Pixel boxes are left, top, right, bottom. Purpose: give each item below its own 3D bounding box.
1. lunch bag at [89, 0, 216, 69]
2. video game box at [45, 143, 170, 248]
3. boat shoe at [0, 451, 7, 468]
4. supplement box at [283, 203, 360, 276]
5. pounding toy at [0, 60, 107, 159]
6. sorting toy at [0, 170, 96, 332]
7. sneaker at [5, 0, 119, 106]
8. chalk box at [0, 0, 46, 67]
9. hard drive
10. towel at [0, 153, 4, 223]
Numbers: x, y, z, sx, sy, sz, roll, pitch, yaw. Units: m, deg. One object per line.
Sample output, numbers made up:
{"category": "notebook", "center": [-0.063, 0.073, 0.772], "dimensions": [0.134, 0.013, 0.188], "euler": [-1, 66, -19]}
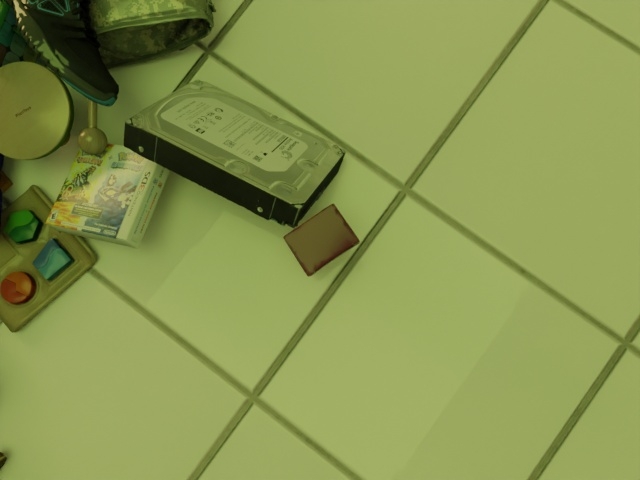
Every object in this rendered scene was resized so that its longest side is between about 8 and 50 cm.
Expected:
{"category": "lunch bag", "center": [-0.353, -0.493, 1.053], "dimensions": [0.287, 0.169, 0.235], "euler": [-11, 84, 6]}
{"category": "video game box", "center": [-0.402, -0.093, 1.026], "dimensions": [0.205, 0.048, 0.187], "euler": [10, 71, 22]}
{"category": "boat shoe", "center": [-0.674, 0.454, 1.007], "dimensions": [0.178, 0.064, 0.060], "euler": [-41, 84, 0]}
{"category": "supplement box", "center": [0.000, 0.000, 0.958], "dimensions": [0.104, 0.188, 0.081], "euler": [-34, 90, -1]}
{"category": "pounding toy", "center": [-0.522, -0.244, 1.045], "dimensions": [0.237, 0.110, 0.183], "euler": [-1, 93, 3]}
{"category": "sorting toy", "center": [-0.625, -0.001, 1.071], "dimensions": [0.229, 0.041, 0.307], "euler": [-43, 83, -2]}
{"category": "sneaker", "center": [-0.445, -0.389, 0.917], "dimensions": [0.139, 0.125, 0.341], "euler": [-37, 94, -3]}
{"category": "chalk box", "center": [-0.647, -0.422, 1.057], "dimensions": [0.289, 0.180, 0.179], "euler": [18, 85, 4]}
{"category": "hard drive", "center": [-0.145, -0.170, 0.982], "dimensions": [0.339, 0.237, 0.064], "euler": [28, 130, 6]}
{"category": "towel", "center": [-0.734, -0.127, 1.064], "dimensions": [0.227, 0.076, 0.308], "euler": [-7, 76, 1]}
